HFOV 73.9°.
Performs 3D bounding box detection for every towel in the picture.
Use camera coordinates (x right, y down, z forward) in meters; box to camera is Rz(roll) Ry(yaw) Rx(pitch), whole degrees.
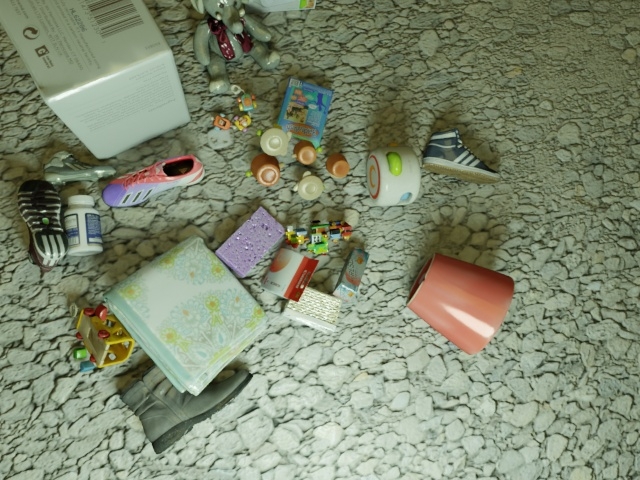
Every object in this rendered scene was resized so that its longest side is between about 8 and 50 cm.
[{"bbox_3d":[-0.370,0.204,1.228,0.374,0.090,0.320,49,52,2],"label":"towel"}]

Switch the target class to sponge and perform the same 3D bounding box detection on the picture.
[{"bbox_3d":[-0.216,0.003,1.336,0.117,0.031,0.210,44,63,-8],"label":"sponge"}]

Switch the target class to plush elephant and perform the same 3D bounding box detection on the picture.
[{"bbox_3d":[-0.295,-0.698,1.363,0.272,0.255,0.329,-24,84,-12],"label":"plush elephant"}]

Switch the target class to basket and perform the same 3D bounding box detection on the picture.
[{"bbox_3d":[-0.026,0.209,1.317,0.167,0.113,0.103,22,73,-5],"label":"basket"}]

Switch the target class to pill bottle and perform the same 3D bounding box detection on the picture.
[{"bbox_3d":[-0.704,-0.044,1.261,0.094,0.094,0.169,-8,81,-10],"label":"pill bottle"}]

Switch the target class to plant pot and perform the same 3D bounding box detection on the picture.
[{"bbox_3d":[0.418,0.177,1.329,0.243,0.275,0.274,29,76,8],"label":"plant pot"}]

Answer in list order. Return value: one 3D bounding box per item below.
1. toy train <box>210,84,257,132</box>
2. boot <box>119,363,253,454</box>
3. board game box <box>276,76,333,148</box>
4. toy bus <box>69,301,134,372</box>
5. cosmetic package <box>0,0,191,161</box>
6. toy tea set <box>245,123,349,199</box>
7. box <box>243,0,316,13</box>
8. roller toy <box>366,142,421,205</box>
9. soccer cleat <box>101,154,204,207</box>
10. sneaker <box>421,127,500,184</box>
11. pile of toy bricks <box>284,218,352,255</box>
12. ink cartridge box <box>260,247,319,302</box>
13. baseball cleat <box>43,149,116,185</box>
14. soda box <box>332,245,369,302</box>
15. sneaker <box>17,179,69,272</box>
[{"bbox_3d":[-0.282,-0.427,1.407,0.125,0.046,0.166,26,92,-11],"label":"toy train"},{"bbox_3d":[-0.384,0.419,1.224,0.338,0.118,0.222,-33,80,-18],"label":"boot"},{"bbox_3d":[-0.057,-0.436,1.461,0.160,0.047,0.210,16,77,-6],"label":"board game box"},{"bbox_3d":[-0.615,0.261,1.214,0.104,0.191,0.202,1,77,-53],"label":"toy bus"},{"bbox_3d":[-0.609,-0.490,1.204,0.328,0.393,0.329,-30,86,-13],"label":"cosmetic package"},{"bbox_3d":[-0.073,-0.250,1.395,0.336,0.124,0.200,16,112,-24],"label":"toy tea set"},{"bbox_3d":[-0.139,-0.911,1.441,0.262,0.231,0.126,-10,81,-11],"label":"box"},{"bbox_3d":[0.242,-0.212,1.396,0.146,0.209,0.191,-5,116,-10],"label":"roller toy"},{"bbox_3d":[-0.518,-0.192,1.306,0.318,0.116,0.108,-20,83,-12],"label":"soccer cleat"},{"bbox_3d":[0.508,-0.298,1.500,0.283,0.099,0.153,13,80,-3],"label":"sneaker"},{"bbox_3d":[0.000,0.000,1.372,0.212,0.118,0.105,-8,113,-19],"label":"pile of toy bricks"},{"bbox_3d":[-0.097,0.102,1.293,0.045,0.179,0.145,36,75,-30],"label":"ink cartridge box"},{"bbox_3d":[-0.740,-0.229,1.301,0.206,0.072,0.109,-10,82,-12],"label":"baseball cleat"},{"bbox_3d":[0.098,0.103,1.335,0.058,0.063,0.183,30,43,-4],"label":"soda box"},{"bbox_3d":[-0.819,-0.031,1.232,0.107,0.162,0.281,1,53,-45],"label":"sneaker"}]
